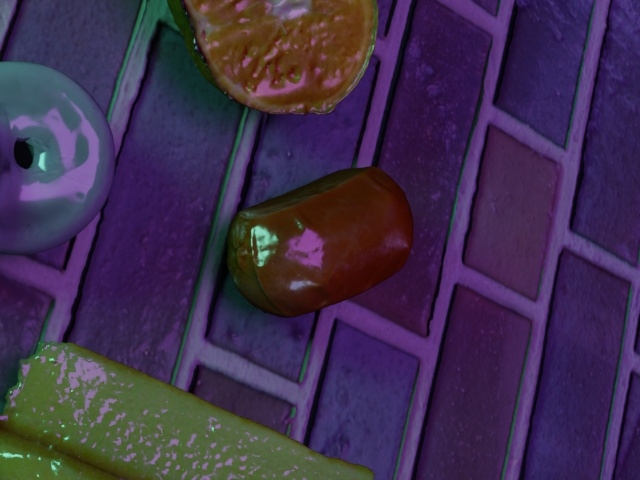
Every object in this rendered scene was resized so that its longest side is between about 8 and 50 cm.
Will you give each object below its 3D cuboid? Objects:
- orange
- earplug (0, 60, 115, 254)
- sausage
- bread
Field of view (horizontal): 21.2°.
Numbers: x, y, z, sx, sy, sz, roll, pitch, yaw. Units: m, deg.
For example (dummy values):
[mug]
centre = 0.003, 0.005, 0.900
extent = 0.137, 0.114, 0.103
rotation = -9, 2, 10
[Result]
[orange]
centre = -0.065, -0.321, 2.057
extent = 0.274, 0.274, 0.310
rotation = -60, 161, -30
[earplug]
centre = -0.370, -0.088, 1.811
extent = 0.325, 0.175, 0.214
rotation = -6, 87, -40
[sausage]
centre = 0.000, 0.001, 2.105
extent = 0.268, 0.153, 0.141
rotation = -23, 102, -38
[bread]
centre = -0.173, 0.272, 1.866
extent = 0.361, 0.245, 0.233
rotation = 39, 60, -31
